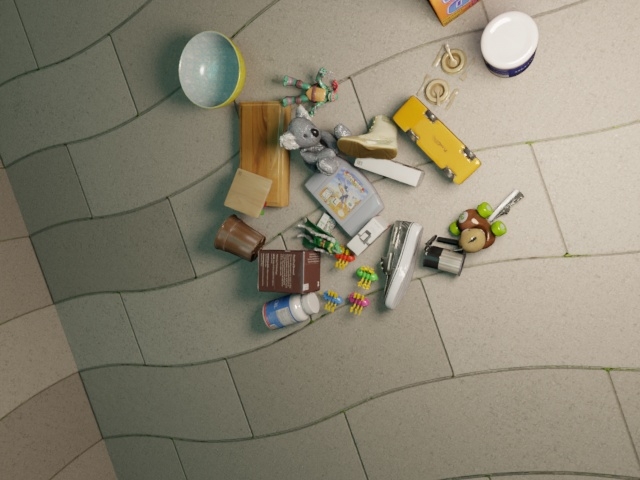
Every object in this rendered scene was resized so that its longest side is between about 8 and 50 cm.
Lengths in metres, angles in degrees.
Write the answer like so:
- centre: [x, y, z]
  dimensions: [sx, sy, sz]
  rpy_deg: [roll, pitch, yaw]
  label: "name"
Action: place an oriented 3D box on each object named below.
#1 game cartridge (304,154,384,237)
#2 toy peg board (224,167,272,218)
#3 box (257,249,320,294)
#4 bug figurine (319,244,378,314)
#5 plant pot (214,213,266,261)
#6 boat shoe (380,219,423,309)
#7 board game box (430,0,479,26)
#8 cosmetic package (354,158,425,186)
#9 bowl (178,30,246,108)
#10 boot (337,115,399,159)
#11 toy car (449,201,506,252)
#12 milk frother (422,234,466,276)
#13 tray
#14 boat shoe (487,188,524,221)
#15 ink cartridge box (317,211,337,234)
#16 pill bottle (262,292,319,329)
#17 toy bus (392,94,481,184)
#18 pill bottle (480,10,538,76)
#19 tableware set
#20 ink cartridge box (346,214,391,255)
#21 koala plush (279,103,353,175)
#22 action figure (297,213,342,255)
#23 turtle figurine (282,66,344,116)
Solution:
- centre: [0.096, -0.182, 1.756]
  dimensions: [0.297, 0.062, 0.198]
  rpy_deg: [48, 117, 11]
  label: "game cartridge"
- centre: [-0.277, -0.184, 1.835]
  dimensions: [0.161, 0.079, 0.161]
  rpy_deg: [22, 91, 18]
  label: "toy peg board"
- centre: [-0.124, 0.121, 1.828]
  dimensions: [0.203, 0.168, 0.167]
  rpy_deg: [1, 89, 22]
  label: "box"
- centre: [0.111, 0.164, 1.797]
  dimensions: [0.216, 0.072, 0.279]
  rpy_deg: [24, 112, 24]
  label: "bug figurine"
- centre: [-0.330, -0.001, 1.917]
  dimensions: [0.165, 0.167, 0.167]
  rpy_deg: [27, 108, 9]
  label: "plant pot"
- centre: [0.284, 0.086, 1.703]
  dimensions: [0.119, 0.121, 0.335]
  rpy_deg: [19, 95, 27]
  label: "boat shoe"
- centre: [0.405, -0.934, 1.337]
  dimensions: [0.356, 0.356, 0.356]
  rpy_deg: [-31, 86, 24]
  label: "board game box"
- centre: [0.252, -0.263, 1.656]
  dimensions: [0.239, 0.099, 0.060]
  rpy_deg: [22, 104, 18]
  label: "cosmetic package"
- centre: [-0.405, -0.668, 1.831]
  dimensions: [0.289, 0.156, 0.289]
  rpy_deg: [4, 100, 22]
  label: "bowl"
- centre: [0.174, -0.375, 1.629]
  dimensions: [0.213, 0.077, 0.165]
  rpy_deg: [9, 58, 5]
  label: "boot"
- centre: [0.497, -0.018, 1.521]
  dimensions: [0.149, 0.188, 0.155]
  rpy_deg: [55, 135, 6]
  label: "toy car"
- centre: [0.436, 0.050, 1.605]
  dimensions: [0.134, 0.143, 0.129]
  rpy_deg: [15, 97, 22]
  label: "milk frother"
- centre: [-0.229, -0.350, 1.856]
  dimensions: [0.203, 0.076, 0.411]
  rpy_deg: [6, 100, 22]
  label: "tray"
- centre: [0.629, -0.112, 1.550]
  dimensions: [0.040, 0.049, 0.142]
  rpy_deg: [43, 110, 10]
  label: "boat shoe"
- centre: [0.018, -0.048, 1.826]
  dimensions: [0.063, 0.029, 0.115]
  rpy_deg: [36, 110, 14]
  label: "ink cartridge box"
- centre: [-0.120, 0.285, 1.889]
  dimensions: [0.221, 0.124, 0.124]
  rpy_deg: [-21, 90, 23]
  label: "pill bottle"
- centre: [0.398, -0.343, 1.562]
  dimensions: [0.333, 0.130, 0.108]
  rpy_deg: [48, 111, 9]
  label: "toy bus"
- centre: [0.570, -0.578, 1.378]
  dimensions: [0.153, 0.264, 0.153]
  rpy_deg: [5, 102, 22]
  label: "pill bottle"
- centre: [0.426, -0.563, 1.563]
  dimensions: [0.128, 0.039, 0.194]
  rpy_deg: [32, 109, 15]
  label: "tableware set"
- centre: [0.182, -0.020, 1.718]
  dimensions: [0.063, 0.109, 0.150]
  rpy_deg: [46, 113, 8]
  label: "ink cartridge box"
- centre: [-0.039, -0.367, 1.670]
  dimensions: [0.203, 0.221, 0.196]
  rpy_deg: [10, 71, 55]
  label: "koala plush"
- centre: [0.000, 0.000, 1.778]
  dimensions: [0.232, 0.063, 0.137]
  rpy_deg: [28, 128, 39]
  label: "action figure"
- centre: [-0.023, -0.549, 1.712]
  dimensions: [0.234, 0.118, 0.175]
  rpy_deg: [10, 98, 15]
  label: "turtle figurine"
